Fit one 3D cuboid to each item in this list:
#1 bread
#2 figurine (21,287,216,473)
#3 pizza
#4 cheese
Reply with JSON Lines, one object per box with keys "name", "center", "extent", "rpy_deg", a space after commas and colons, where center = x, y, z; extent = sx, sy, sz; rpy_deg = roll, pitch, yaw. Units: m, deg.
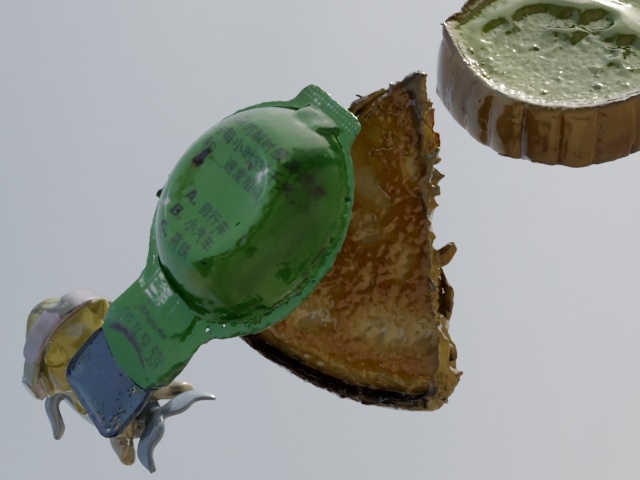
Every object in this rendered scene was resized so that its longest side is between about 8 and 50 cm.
{"name": "bread", "center": [0.223, -0.163, 0.969], "extent": [0.236, 0.236, 0.070], "rpy_deg": [-30, -42, -20]}
{"name": "figurine", "center": [-0.210, 0.133, 1.022], "extent": [0.128, 0.208, 0.184], "rpy_deg": [-51, -29, -27]}
{"name": "pizza", "center": [0.000, 0.000, 0.907], "extent": [0.074, 0.251, 0.288], "rpy_deg": [-18, -71, -68]}
{"name": "cheese", "center": [-0.088, 0.014, 0.832], "extent": [0.320, 0.204, 0.083], "rpy_deg": [-51, -40, 7]}
